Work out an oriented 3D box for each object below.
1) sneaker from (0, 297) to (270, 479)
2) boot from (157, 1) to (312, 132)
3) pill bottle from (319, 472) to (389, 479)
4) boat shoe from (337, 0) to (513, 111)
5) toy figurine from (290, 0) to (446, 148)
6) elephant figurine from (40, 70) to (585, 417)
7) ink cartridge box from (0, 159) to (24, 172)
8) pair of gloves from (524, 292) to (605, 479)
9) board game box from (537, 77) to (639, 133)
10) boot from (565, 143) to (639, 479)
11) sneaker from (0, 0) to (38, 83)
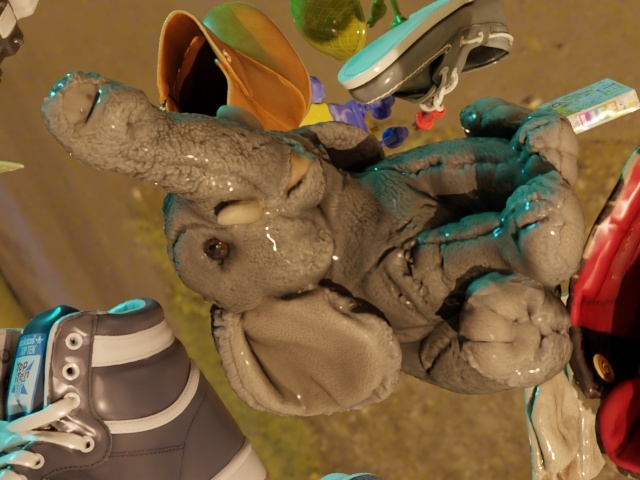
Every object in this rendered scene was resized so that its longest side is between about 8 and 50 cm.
[{"bbox_3d":[-0.158,0.134,0.750,0.099,0.282,0.153,-13,107,47],"label":"sneaker"},{"bbox_3d":[-0.081,-0.146,1.274,0.211,0.104,0.295,52,-163,-56],"label":"boot"},{"bbox_3d":[0.064,0.317,1.618,0.193,0.108,0.108,12,132,59],"label":"pill bottle"},{"bbox_3d":[0.122,-0.189,1.512,0.116,0.319,0.099,-25,99,32],"label":"boat shoe"},{"bbox_3d":[-0.003,-0.144,1.665,0.362,0.217,0.191,68,156,3],"label":"toy figurine"},{"bbox_3d":[0.000,0.000,0.721,0.169,0.240,0.186,-84,-6,-75],"label":"elephant figurine"},{"bbox_3d":[-0.229,0.001,0.657,0.209,0.109,0.062,-8,77,51],"label":"ink cartridge box"},{"bbox_3d":[0.248,0.146,1.451,0.240,0.042,0.204,0,-95,-65],"label":"pair of gloves"},{"bbox_3d":[0.344,-0.172,1.900,0.154,0.103,0.026,-99,-13,-79],"label":"board game box"},{"bbox_3d":[0.237,0.105,0.775,0.138,0.284,0.377,23,99,41],"label":"boot"},{"bbox_3d":[-0.178,-0.185,0.814,0.106,0.234,0.078,28,161,13],"label":"sneaker"}]
